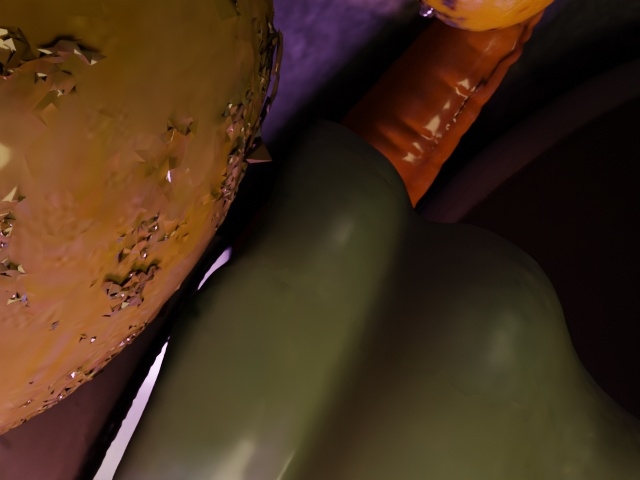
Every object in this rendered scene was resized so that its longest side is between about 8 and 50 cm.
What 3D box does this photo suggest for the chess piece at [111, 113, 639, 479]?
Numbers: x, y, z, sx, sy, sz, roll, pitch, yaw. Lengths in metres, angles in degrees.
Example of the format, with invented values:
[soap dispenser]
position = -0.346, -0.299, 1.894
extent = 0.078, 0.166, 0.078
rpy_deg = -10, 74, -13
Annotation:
[chess piece]
position = 0.099, 0.119, 0.539
extent = 0.182, 0.330, 0.182
rpy_deg = -61, 178, -3

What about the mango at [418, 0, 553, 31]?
[mango]
position = 0.064, -0.124, 0.659
extent = 0.079, 0.057, 0.114
rpy_deg = 1, 128, -27

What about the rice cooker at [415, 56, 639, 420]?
[rice cooker]
position = 0.194, 0.121, 0.798
extent = 0.335, 0.325, 0.335
rpy_deg = -20, 140, -18

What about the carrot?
[carrot]
position = 0.000, 0.000, 0.744
extent = 0.066, 0.062, 0.271
rpy_deg = 15, 121, -40

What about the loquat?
[loquat]
position = -0.122, -0.056, 0.458
extent = 0.235, 0.235, 0.235
rpy_deg = -20, 141, -17

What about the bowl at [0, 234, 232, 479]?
[bowl]
position = -0.132, 0.079, 0.642
extent = 0.238, 0.126, 0.238
rpy_deg = -63, 179, -3
